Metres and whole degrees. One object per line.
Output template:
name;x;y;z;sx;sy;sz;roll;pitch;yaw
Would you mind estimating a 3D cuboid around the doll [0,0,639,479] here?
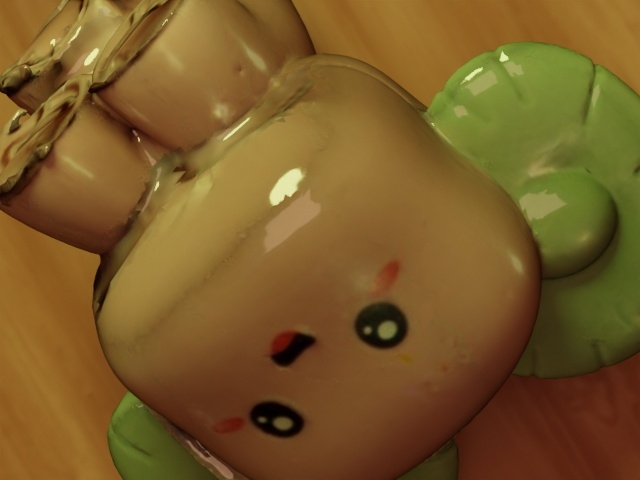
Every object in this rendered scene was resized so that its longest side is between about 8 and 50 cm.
doll;0.000;0.000;0.848;0.284;0.216;0.268;-42;113;18
